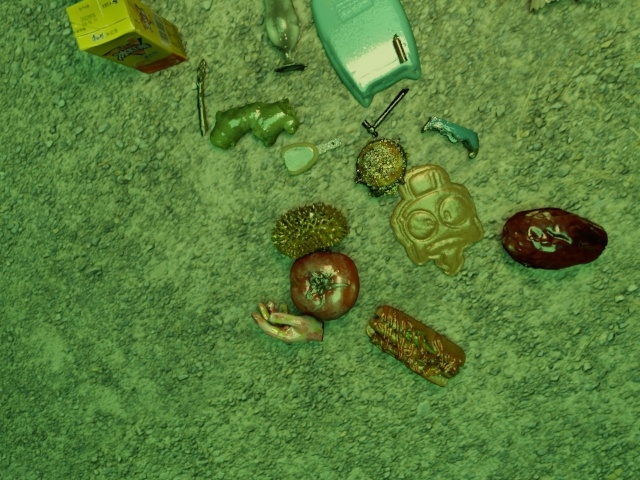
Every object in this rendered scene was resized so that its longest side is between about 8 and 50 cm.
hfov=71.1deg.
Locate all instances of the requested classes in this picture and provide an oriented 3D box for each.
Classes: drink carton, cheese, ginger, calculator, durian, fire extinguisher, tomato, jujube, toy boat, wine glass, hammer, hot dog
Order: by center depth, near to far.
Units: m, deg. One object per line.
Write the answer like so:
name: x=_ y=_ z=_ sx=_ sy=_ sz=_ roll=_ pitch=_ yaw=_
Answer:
drink carton: x=-0.511 y=-0.558 z=1.230 sx=0.154 sy=0.351 sz=0.111 roll=-17 pitch=100 yaw=8
fire extinguisher: x=0.228 y=-0.553 z=1.284 sx=0.028 sy=0.022 sz=0.083 roll=-31 pitch=103 yaw=-29
wine glass: x=-0.106 y=-0.614 z=1.314 sx=0.103 sy=0.103 sz=0.222 roll=-9 pitch=102 yaw=7
calculator: x=0.131 y=-0.615 z=1.319 sx=0.256 sy=0.054 sz=0.387 roll=-26 pitch=98 yaw=10
jujube: x=0.690 y=-0.002 z=1.333 sx=0.290 sy=0.197 sz=0.197 roll=5 pitch=102 yaw=-5
toy boat: x=0.393 y=-0.310 z=1.348 sx=0.185 sy=0.075 sz=0.077 roll=19 pitch=100 yaw=-4
hammer: x=0.204 y=-0.402 z=1.373 sx=0.065 sy=0.021 sz=0.178 roll=41 pitch=102 yaw=-3
durian: x=-0.043 y=-0.045 z=1.379 sx=0.249 sy=0.138 sz=0.183 roll=-22 pitch=70 yaw=-2
ginger: x=-0.205 y=-0.356 z=1.386 sx=0.289 sy=0.089 sz=0.137 roll=-5 pitch=120 yaw=2
cheese: x=-0.026 y=-0.278 z=1.410 sx=0.192 sy=0.037 sz=0.097 roll=-21 pitch=101 yaw=8
tomato: x=0.016 y=0.141 z=1.416 sx=0.231 sy=0.188 sz=0.232 roll=1 pitch=94 yaw=15
hot dog: x=0.313 y=0.350 z=1.474 sx=0.348 sy=0.117 sz=0.158 roll=33 pitch=102 yaw=-2

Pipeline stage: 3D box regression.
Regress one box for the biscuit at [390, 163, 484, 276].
biscuit: x=0.364 y=-0.057 z=1.420 sx=0.269 sy=0.051 sz=0.376 roll=-22 pitch=100 yaw=10

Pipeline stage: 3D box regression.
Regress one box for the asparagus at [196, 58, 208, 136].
asparagus: x=-0.373 y=-0.446 z=1.408 sx=0.034 sy=0.027 sz=0.236 roll=6 pitch=102 yaw=24

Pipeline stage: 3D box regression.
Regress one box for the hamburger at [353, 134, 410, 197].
hamburger: x=0.183 y=-0.223 z=1.366 sx=0.163 sy=0.093 sz=0.190 roll=10 pitch=99 yaw=15

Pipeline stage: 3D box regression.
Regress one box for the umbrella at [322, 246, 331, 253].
umbrella: x=0.000 y=0.000 z=1.474 sx=0.027 sy=0.025 sz=0.165 roll=-31 pitch=96 yaw=32

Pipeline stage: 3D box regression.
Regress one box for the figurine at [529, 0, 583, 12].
figurine: x=0.562 y=-0.748 z=1.208 sx=0.386 sy=0.166 sz=0.207 roll=12 pitch=139 yaw=-4

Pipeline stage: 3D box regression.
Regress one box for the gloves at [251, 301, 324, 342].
gloves: x=-0.111 y=0.281 z=1.480 sx=0.241 sy=0.145 sz=0.126 roll=5 pitch=101 yaw=-5
